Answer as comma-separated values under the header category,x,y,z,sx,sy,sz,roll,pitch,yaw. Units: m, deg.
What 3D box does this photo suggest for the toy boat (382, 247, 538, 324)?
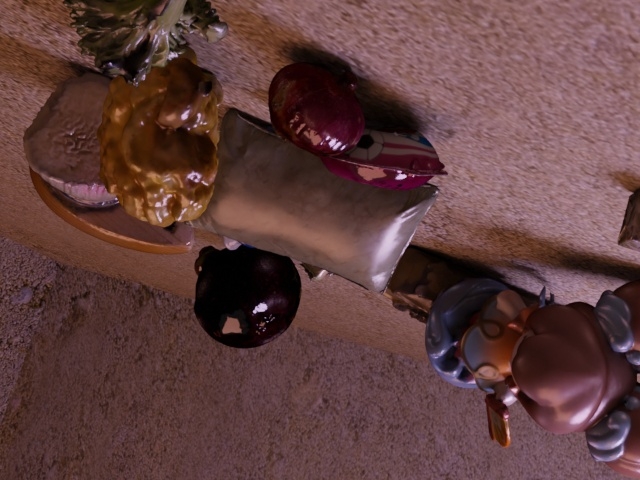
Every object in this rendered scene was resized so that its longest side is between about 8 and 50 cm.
category,x,y,z,sx,sy,sz,roll,pitch,yaw
toy boat,0.268,0.121,1.849,0.445,0.136,0.162,27,170,-19

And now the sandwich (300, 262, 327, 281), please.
category,x,y,z,sx,sy,sz,roll,pitch,yaw
sandwich,0.000,0.000,1.580,0.162,0.058,0.193,30,-161,-52

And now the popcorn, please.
category,x,y,z,sx,sy,sz,roll,pitch,yaw
popcorn,-0.175,-0.122,1.169,0.140,0.194,0.163,0,-153,-6

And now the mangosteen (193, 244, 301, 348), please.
category,x,y,z,sx,sy,sz,roll,pitch,yaw
mangosteen,-0.162,0.091,2.180,0.265,0.228,0.228,47,-172,35

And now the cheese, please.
category,x,y,z,sx,sy,sz,roll,pitch,yaw
cheese,0.038,-0.103,1.180,0.155,0.062,0.244,-1,-163,-40

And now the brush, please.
category,x,y,z,sx,sy,sz,roll,pitch,yaw
brush,-0.261,-0.084,1.419,0.267,0.174,0.166,41,164,-9

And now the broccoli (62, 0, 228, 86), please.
category,x,y,z,sx,sy,sz,roll,pitch,yaw
broccoli,-0.129,-0.212,0.887,0.122,0.118,0.204,50,145,-9

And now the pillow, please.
category,x,y,z,sx,sy,sz,roll,pitch,yaw
pillow,-0.019,-0.046,1.391,0.302,0.185,0.075,20,-147,-11

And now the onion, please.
category,x,y,z,sx,sy,sz,roll,pitch,yaw
onion,-0.001,-0.132,1.065,0.107,0.097,0.107,38,-164,-13

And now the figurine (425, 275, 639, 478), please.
category,x,y,z,sx,sy,sz,roll,pitch,yaw
figurine,0.347,0.181,1.587,0.248,0.276,0.388,-2,-174,-20

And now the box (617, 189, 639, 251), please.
category,x,y,z,sx,sy,sz,roll,pitch,yaw
box,0.369,-0.011,1.134,0.098,0.062,0.045,20,168,-2

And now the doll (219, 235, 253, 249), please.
category,x,y,z,sx,sy,sz,roll,pitch,yaw
doll,-0.111,-0.015,1.937,0.227,0.057,0.114,-4,163,42

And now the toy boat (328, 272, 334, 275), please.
category,x,y,z,sx,sy,sz,roll,pitch,yaw
toy boat,0.064,0.028,1.842,0.210,0.084,0.066,12,134,-38
